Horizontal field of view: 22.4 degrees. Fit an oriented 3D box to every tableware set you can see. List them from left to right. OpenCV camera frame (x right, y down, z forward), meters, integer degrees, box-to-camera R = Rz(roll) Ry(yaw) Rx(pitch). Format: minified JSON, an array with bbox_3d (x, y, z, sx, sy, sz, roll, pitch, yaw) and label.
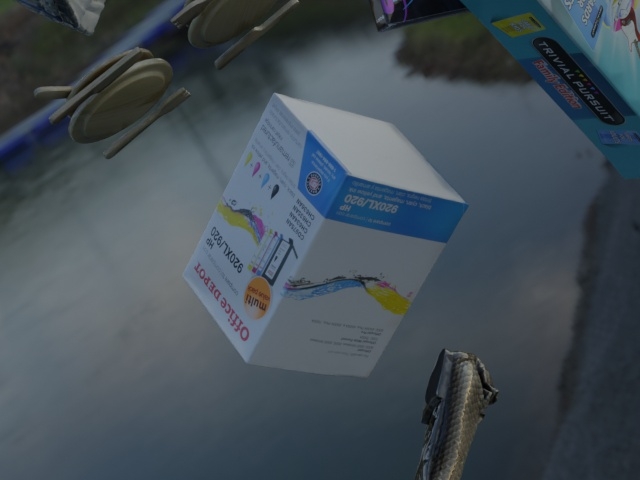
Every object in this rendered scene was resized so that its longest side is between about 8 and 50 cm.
[{"bbox_3d":[-0.108,-0.142,1.150,0.194,0.039,0.128,-39,-14,2],"label":"tableware set"}]

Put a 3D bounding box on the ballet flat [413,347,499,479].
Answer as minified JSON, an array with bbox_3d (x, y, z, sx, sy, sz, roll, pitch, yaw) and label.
[{"bbox_3d":[0.104,0.203,1.325,0.084,0.058,0.250,116,169,-56],"label":"ballet flat"}]

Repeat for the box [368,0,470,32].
[{"bbox_3d":[0.083,-0.279,1.483,0.116,0.162,0.029,-15,-5,-25],"label":"box"}]

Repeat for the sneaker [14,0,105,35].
[{"bbox_3d":[-0.266,-0.293,1.684,0.129,0.111,0.297,-59,6,5],"label":"sneaker"}]

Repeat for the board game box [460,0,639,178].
[{"bbox_3d":[0.272,-0.251,1.535,0.079,0.336,0.254,-2,61,40],"label":"board game box"}]

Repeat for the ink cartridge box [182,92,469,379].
[{"bbox_3d":[0.000,0.000,1.680,0.171,0.168,0.233,50,120,45],"label":"ink cartridge box"}]
